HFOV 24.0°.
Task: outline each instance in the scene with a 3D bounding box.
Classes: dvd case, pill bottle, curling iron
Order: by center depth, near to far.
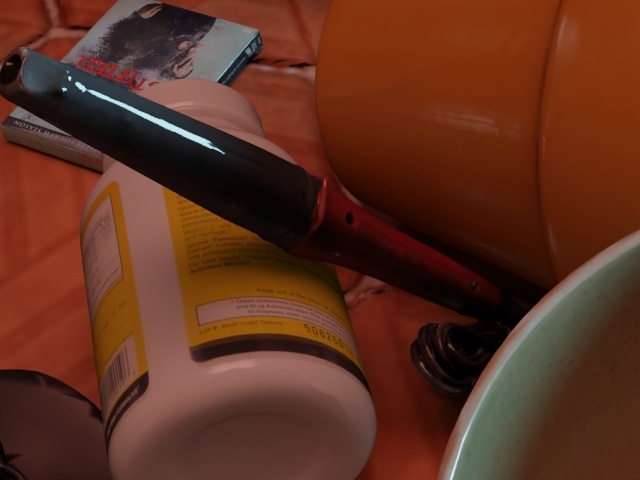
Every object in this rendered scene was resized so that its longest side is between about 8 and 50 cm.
[{"bbox_3d":[0.000,0.000,0.548,0.035,0.274,0.068,-38,41,23],"label":"curling iron"},{"bbox_3d":[-0.044,0.019,0.618,0.103,0.103,0.184,-11,47,-5],"label":"pill bottle"},{"bbox_3d":[-0.096,-0.081,0.780,0.087,0.013,0.119,19,52,22],"label":"dvd case"}]

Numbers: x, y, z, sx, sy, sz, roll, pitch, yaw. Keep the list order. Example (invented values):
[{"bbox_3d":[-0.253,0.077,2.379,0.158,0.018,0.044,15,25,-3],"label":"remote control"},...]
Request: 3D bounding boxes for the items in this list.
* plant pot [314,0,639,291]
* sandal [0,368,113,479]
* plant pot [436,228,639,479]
[{"bbox_3d":[0.108,-0.062,0.635,0.188,0.205,0.205,11,47,37],"label":"plant pot"},{"bbox_3d":[-0.122,0.146,0.539,0.097,0.054,0.255,0,47,5],"label":"sandal"},{"bbox_3d":[0.171,0.145,0.421,0.284,0.191,0.284,-2,47,3],"label":"plant pot"}]
